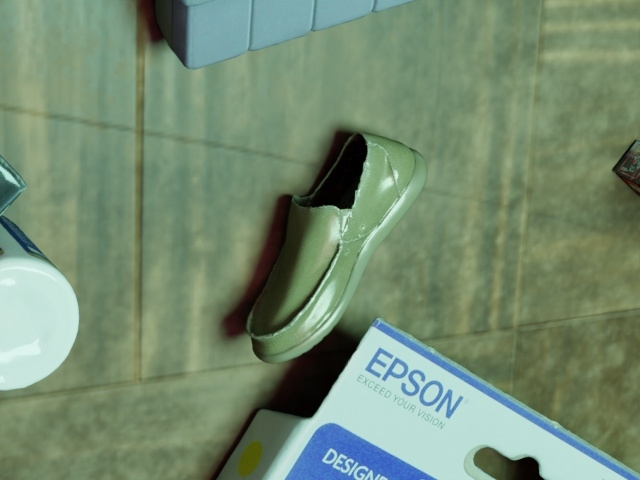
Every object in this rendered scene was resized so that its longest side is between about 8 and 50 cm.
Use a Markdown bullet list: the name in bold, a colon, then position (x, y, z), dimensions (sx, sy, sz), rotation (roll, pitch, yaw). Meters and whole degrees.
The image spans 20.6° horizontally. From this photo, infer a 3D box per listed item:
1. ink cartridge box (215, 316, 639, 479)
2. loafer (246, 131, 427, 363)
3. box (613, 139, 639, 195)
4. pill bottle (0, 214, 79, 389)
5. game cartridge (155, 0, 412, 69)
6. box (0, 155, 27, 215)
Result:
- **ink cartridge box**: position (0.046, 0.230, 1.080), dimensions (0.303, 0.072, 0.307), rotation (32, 89, -31)
- **loafer**: position (0.000, 0.000, 0.982), dimensions (0.050, 0.056, 0.148), rotation (40, 78, -31)
- **box**: position (0.247, -0.008, 1.052), dimensions (0.094, 0.137, 0.027), rotation (38, 89, -32)
- **pill bottle**: position (-0.167, 0.022, 0.863), dimensions (0.067, 0.120, 0.067), rotation (-9, 112, -24)
- **game cartridge**: position (0.029, -0.237, 0.808), dimensions (0.230, 0.068, 0.355), rotation (-24, 149, -21)
- **box**: position (-0.280, -0.083, 0.742), dimensions (0.143, 0.165, 0.270), rotation (-45, 122, -7)
